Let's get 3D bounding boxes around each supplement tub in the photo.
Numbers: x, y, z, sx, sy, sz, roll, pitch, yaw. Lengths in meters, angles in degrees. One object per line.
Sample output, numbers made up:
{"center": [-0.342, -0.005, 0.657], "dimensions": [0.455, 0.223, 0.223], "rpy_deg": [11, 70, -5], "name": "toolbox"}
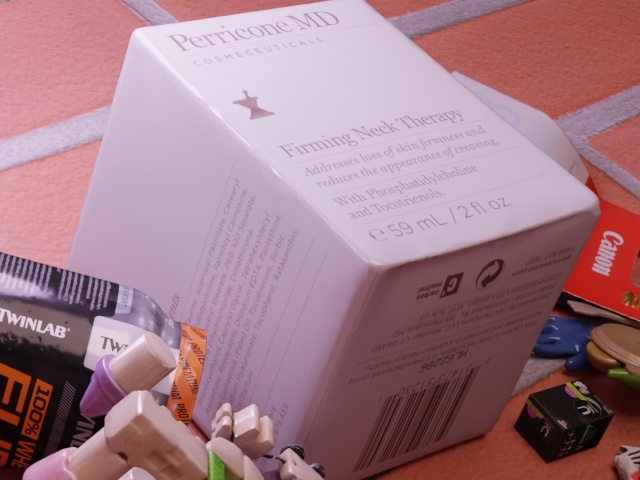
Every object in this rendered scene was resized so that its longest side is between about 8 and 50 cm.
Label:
{"center": [-0.276, 0.115, 1.626], "dimensions": [0.316, 0.193, 0.193], "rpy_deg": [15, 35, -9], "name": "supplement tub"}

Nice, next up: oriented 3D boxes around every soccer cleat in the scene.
{"center": [0.336, 0.251, 1.918], "dimensions": [0.036, 0.029, 0.083], "rpy_deg": [18, 31, 9], "name": "soccer cleat"}

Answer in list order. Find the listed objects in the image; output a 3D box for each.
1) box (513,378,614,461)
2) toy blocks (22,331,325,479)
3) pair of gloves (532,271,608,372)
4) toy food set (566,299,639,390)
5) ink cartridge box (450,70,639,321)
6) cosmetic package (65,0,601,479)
{"center": [0.268, 0.198, 1.929], "dimensions": [0.083, 0.052, 0.062], "rpy_deg": [-12, 45, -37], "name": "box"}
{"center": [-0.160, 0.279, 1.473], "dimensions": [0.288, 0.260, 0.309], "rpy_deg": [45, 15, -23], "name": "toy blocks"}
{"center": [0.295, 0.090, 2.114], "dimensions": [0.159, 0.023, 0.198], "rpy_deg": [6, 39, -20], "name": "pair of gloves"}
{"center": [0.364, 0.136, 2.034], "dimensions": [0.132, 0.038, 0.192], "rpy_deg": [15, 18, -19], "name": "toy food set"}
{"center": [0.291, -0.057, 2.224], "dimensions": [0.385, 0.091, 0.308], "rpy_deg": [24, 29, 6], "name": "ink cartridge box"}
{"center": [0.000, 0.000, 1.811], "dimensions": [0.329, 0.327, 0.394], "rpy_deg": [-15, 48, -41], "name": "cosmetic package"}
